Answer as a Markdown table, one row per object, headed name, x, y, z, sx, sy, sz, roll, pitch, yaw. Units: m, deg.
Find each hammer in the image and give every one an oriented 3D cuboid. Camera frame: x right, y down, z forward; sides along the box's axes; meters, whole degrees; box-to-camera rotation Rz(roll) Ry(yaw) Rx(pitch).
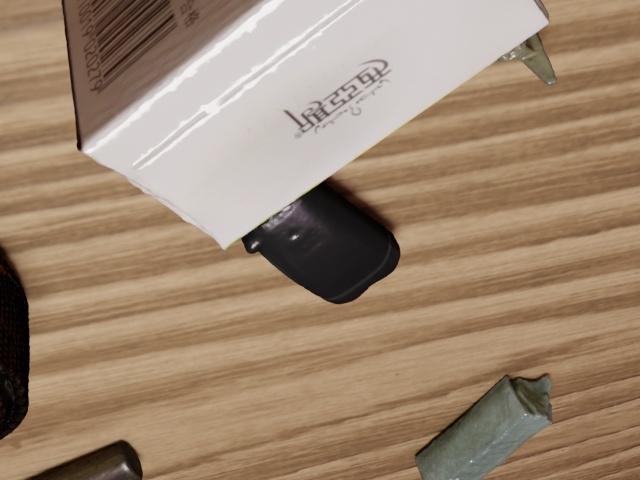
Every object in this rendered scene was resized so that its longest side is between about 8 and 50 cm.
| name | x | y | z | sx | sy | sz | roll | pitch | yaw |
| --- | --- | --- | --- | --- | --- | --- | --- | --- | --- |
| hammer | -0.402 | 0.320 | 1.018 | 0.440 | 0.044 | 0.168 | -22 | 139 | 3 |

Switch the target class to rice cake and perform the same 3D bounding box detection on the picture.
| name | x | y | z | sx | sy | sz | roll | pitch | yaw |
| --- | --- | --- | --- | --- | --- | --- | --- | --- | --- |
| rice cake | 0.196 | 0.240 | 1.120 | 0.063 | 0.069 | 0.206 | 19 | 128 | -34 |

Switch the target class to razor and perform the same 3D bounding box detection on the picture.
| name | x | y | z | sx | sy | sz | roll | pitch | yaw |
| --- | --- | --- | --- | --- | --- | --- | --- | --- | --- |
| razor | 0.000 | 0.000 | 0.808 | 0.090 | 0.054 | 0.148 | -39 | 135 | 16 |

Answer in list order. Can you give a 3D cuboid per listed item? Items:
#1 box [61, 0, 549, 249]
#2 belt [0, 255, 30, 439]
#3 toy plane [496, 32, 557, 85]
| name | x | y | z | sx | sy | sz | roll | pitch | yaw |
| --- | --- | --- | --- | --- | --- | --- | --- | --- | --- |
| box | -0.031 | -0.156 | 0.481 | 0.195 | 0.260 | 0.111 | -34 | 135 | 17 |
| belt | -0.369 | 0.117 | 0.725 | 0.289 | 0.164 | 0.184 | -20 | 143 | 6 |
| toy plane | 0.031 | -0.113 | 0.682 | 0.287 | 0.092 | 0.108 | -17 | 159 | 0 |
